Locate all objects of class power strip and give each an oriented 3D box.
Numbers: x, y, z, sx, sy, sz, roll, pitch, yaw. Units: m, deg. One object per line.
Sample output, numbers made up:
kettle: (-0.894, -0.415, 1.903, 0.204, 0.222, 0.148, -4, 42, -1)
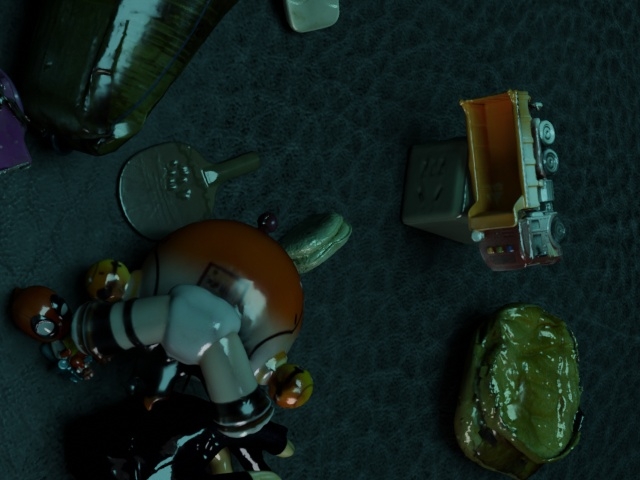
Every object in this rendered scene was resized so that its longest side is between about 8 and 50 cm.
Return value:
power strip: (0.264, -0.073, 1.747, 0.224, 0.139, 0.140, 16, 75, -38)

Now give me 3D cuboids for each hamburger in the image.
hamburger: (-0.001, -0.003, 1.552, 0.121, 0.084, 0.054, -44, 112, -36)
hamburger: (0.334, 0.258, 1.786, 0.265, 0.134, 0.285, 28, 63, -28)

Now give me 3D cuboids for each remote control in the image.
remote control: (-0.024, -0.422, 1.533, 0.090, 0.049, 0.230, -14, 125, -11)

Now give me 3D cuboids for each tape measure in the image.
tape measure: (-0.389, -0.142, 1.206, 0.074, 0.125, 0.118, -25, 119, -40)

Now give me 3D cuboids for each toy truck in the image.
toy truck: (0.296, -0.091, 1.612, 0.135, 0.114, 0.270, -6, 90, -43)

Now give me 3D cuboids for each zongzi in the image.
zongzi: (-0.197, -0.278, 1.378, 0.432, 0.208, 0.403, 18, 84, -64)

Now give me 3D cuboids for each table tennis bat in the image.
table tennis bat: (-0.178, -0.080, 1.452, 0.234, 0.022, 0.131, -23, 100, -37)

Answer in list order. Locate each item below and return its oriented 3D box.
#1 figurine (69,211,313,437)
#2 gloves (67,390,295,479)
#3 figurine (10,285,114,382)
figurine: (-0.134, 0.086, 1.317, 0.320, 0.196, 0.323, 30, 23, -2)
gloves: (-0.159, 0.273, 1.323, 0.301, 0.197, 0.152, 17, 102, -42)
figurine: (-0.322, 0.109, 1.278, 0.140, 0.075, 0.068, 51, 58, -12)
